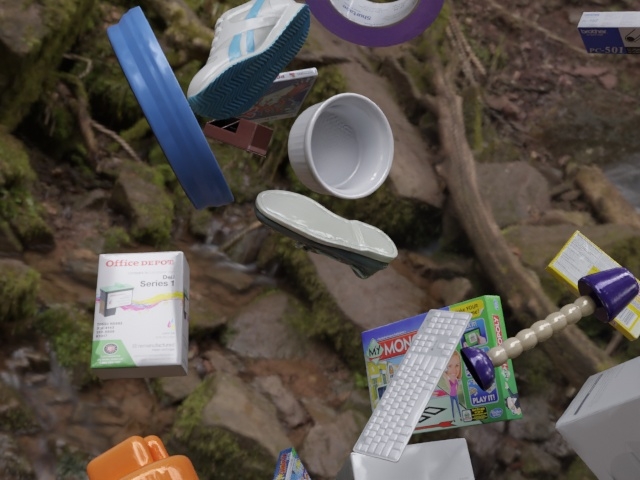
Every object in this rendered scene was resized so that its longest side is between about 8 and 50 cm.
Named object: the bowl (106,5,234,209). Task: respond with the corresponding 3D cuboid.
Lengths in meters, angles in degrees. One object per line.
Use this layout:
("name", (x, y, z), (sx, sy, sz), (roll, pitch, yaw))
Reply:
("bowl", (-0.279, -0.234, 1.399), (0.077, 0.391, 0.391), (-26, 29, -5))

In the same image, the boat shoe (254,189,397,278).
("boat shoe", (0.000, 0.000, 1.447), (0.320, 0.099, 0.116), (19, 37, -31))

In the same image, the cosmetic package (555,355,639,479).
("cosmetic package", (0.507, 0.280, 1.065), (0.224, 0.225, 0.138), (50, 52, 3))

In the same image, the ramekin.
("ramekin", (0.047, -0.247, 2.014), (0.277, 0.277, 0.135), (10, -3, -34))

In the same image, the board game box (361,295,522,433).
("board game box", (0.210, 0.241, 1.390), (0.046, 0.213, 0.317), (6, -21, -40))

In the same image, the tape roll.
("tape roll", (0.102, -0.499, 1.394), (0.275, 0.274, 0.090), (21, 50, -4))

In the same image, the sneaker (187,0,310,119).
("sneaker", (-0.108, -0.247, 1.008), (0.092, 0.087, 0.228), (27, 57, 19))

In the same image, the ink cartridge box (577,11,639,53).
("ink cartridge box", (0.685, -0.457, 1.665), (0.207, 0.046, 0.097), (14, -18, 39))

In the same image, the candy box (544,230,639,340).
("candy box", (0.533, 0.084, 1.420), (0.206, 0.027, 0.105), (41, 64, 9))

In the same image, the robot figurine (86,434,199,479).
("robot figurine", (-0.172, 0.321, 0.808), (0.128, 0.158, 0.219), (-19, 69, -33))

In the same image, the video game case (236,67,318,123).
("video game case", (-0.116, -0.304, 1.632), (0.184, 0.023, 0.201), (-13, -13, -19))

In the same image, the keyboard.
("keyboard", (0.131, 0.192, 1.041), (0.072, 0.256, 0.014), (-4, -50, 44))

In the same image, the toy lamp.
("toy lamp", (0.341, 0.123, 1.115), (0.080, 0.275, 0.080), (63, -3, 6))

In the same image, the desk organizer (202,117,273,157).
("desk organizer", (-0.145, -0.189, 1.319), (0.130, 0.050, 0.047), (24, 6, 39))

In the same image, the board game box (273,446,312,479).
("board game box", (-0.057, 0.558, 1.614), (0.136, 0.035, 0.201), (63, 14, -16))

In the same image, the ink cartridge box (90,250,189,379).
("ink cartridge box", (-0.413, 0.172, 1.752), (0.202, 0.278, 0.117), (-2, -24, -3))

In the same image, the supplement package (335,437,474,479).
("supplement package", (0.148, 0.474, 1.304), (0.198, 0.262, 0.199), (-6, 66, -7))
